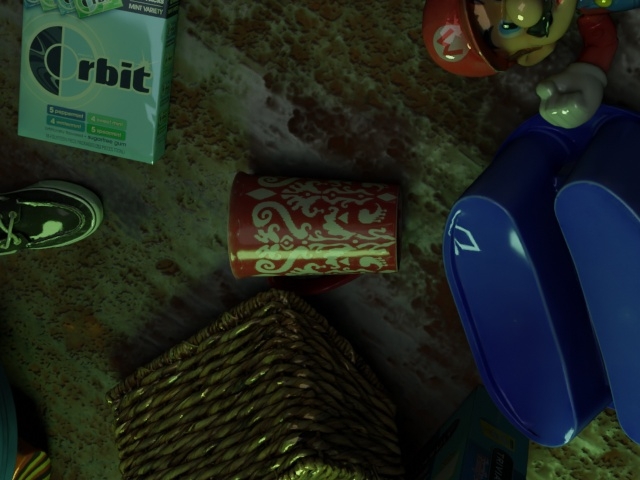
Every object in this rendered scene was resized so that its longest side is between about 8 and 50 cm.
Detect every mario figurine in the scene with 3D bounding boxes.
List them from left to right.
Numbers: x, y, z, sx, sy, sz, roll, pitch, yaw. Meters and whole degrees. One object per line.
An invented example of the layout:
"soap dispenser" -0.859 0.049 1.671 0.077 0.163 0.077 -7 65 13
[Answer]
"mario figurine" 0.241 -0.228 0.976 0.320 0.170 0.198 -22 63 12

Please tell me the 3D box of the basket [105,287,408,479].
"basket" -0.064 0.225 1.252 0.299 0.223 0.213 -35 142 27

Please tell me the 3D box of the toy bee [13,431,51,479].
"toy bee" -0.424 0.367 1.394 0.298 0.162 0.195 -39 73 7

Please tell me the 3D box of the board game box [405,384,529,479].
"board game box" 0.103 0.330 1.138 0.079 0.336 0.254 36 114 -2

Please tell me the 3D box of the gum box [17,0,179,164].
"gum box" -0.235 -0.187 1.178 0.157 0.041 0.184 12 114 8

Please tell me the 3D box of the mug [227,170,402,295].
"mug" 0.000 -0.010 1.175 0.169 0.150 0.113 1 74 8

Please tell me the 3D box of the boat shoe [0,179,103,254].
"boat shoe" -0.353 -0.016 1.245 0.219 0.070 0.078 -5 114 4

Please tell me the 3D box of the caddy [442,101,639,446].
"caddy" 0.269 0.039 1.080 0.241 0.179 0.341 -6 111 40

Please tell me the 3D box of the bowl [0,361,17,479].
"bowl" -0.532 0.236 1.313 0.391 0.077 0.391 -2 84 17
